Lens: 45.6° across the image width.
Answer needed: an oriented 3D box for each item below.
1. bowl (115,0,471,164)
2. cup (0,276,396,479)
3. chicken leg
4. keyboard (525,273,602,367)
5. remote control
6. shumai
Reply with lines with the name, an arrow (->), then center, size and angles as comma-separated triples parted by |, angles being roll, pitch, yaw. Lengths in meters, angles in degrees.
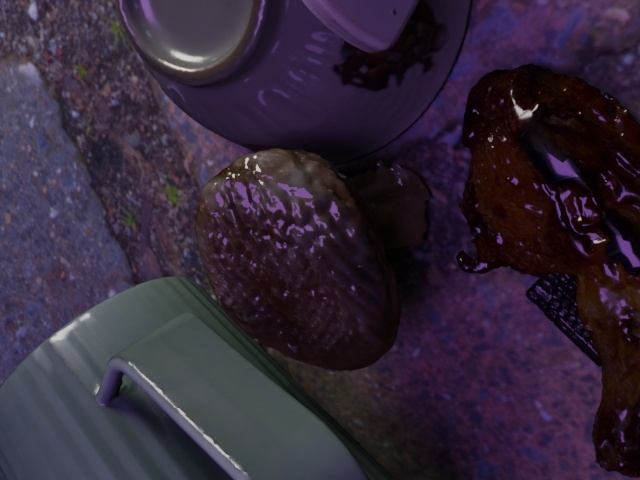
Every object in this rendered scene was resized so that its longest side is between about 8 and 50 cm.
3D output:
bowl -> -0.060, -0.209, 0.619 | 0.337, 0.158, 0.337 | 12, 113, 29
cup -> -0.077, 0.230, 0.700 | 0.392, 0.310, 0.401 | 47, 119, 16
chicken leg -> 0.198, 0.017, 0.568 | 0.177, 0.083, 0.322 | -41, 79, 36
keyboard -> 0.253, 0.094, 0.608 | 0.195, 0.018, 0.060 | 45, 127, 12
remote control -> 0.054, -0.225, 0.529 | 0.029, 0.088, 0.190 | 10, 70, 61
shumai -> 0.000, 0.000, 0.657 | 0.161, 0.153, 0.209 | -26, 110, 41
